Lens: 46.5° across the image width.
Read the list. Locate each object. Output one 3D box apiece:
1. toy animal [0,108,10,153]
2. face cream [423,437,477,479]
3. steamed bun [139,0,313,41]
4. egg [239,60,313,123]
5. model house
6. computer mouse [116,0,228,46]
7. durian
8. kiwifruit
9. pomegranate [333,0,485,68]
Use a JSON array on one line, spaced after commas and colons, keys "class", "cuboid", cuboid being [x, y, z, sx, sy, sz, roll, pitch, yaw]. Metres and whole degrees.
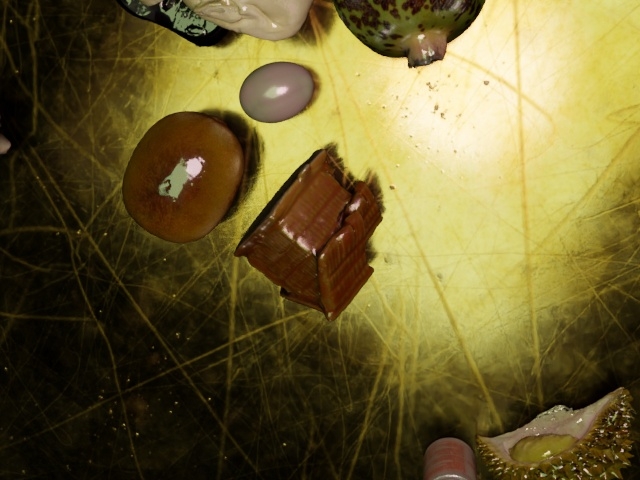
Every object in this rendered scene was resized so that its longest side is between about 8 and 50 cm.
[{"class": "toy animal", "cuboid": [-0.713, -0.270, 1.352, 0.344, 0.194, 0.302, 35, 110, -6]}, {"class": "face cream", "cuboid": [0.234, 0.454, 1.338, 0.101, 0.251, 0.101, 2, 102, 8]}, {"class": "steamed bun", "cuboid": [-0.152, -0.506, 1.132, 0.347, 0.237, 0.394, -32, 71, -28]}, {"class": "egg", "cuboid": [-0.077, -0.259, 1.304, 0.135, 0.103, 0.103, -19, 99, 9]}, {"class": "model house", "cuboid": [-0.001, -0.001, 1.325, 0.229, 0.219, 0.199, 43, 63, -8]}, {"class": "computer mouse", "cuboid": [-0.253, -0.432, 1.298, 0.233, 0.096, 0.137, 33, 110, -4]}, {"class": "durian", "cuboid": [0.451, 0.387, 1.364, 0.306, 0.166, 0.172, -35, 125, 19]}, {"class": "kiwifruit", "cuboid": [-0.238, -0.116, 1.318, 0.196, 0.196, 0.234, 36, 99, -1]}, {"class": "pomegranate", "cuboid": [0.141, -0.394, 1.171, 0.254, 0.254, 0.270, -8, 84, 10]}]
